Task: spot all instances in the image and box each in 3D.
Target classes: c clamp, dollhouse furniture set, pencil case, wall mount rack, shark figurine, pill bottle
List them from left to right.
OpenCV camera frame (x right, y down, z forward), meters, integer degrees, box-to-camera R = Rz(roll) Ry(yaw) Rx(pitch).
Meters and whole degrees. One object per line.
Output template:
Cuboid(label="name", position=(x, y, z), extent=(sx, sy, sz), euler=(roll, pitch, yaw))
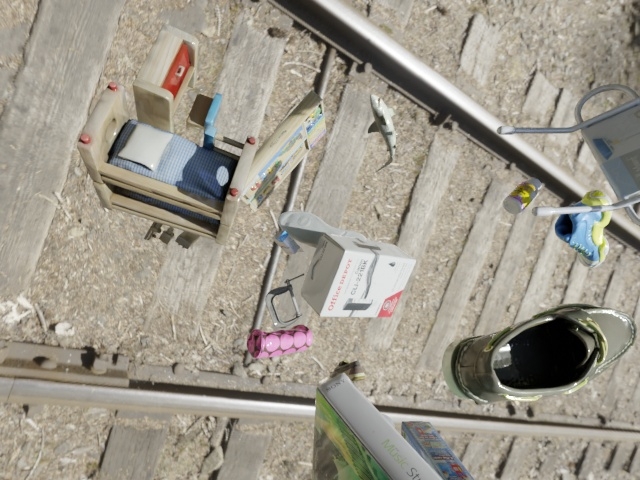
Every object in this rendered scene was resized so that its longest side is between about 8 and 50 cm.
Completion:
Cuboid(label="dollhouse furniture set", position=(-0.524, -0.005, 1.436), extent=(0.151, 0.144, 0.123), euler=(35, 106, -8))
Cuboid(label="dollhouse furniture set", position=(-0.123, -0.116, 0.404), extent=(0.129, 0.129, 0.184), euler=(19, 68, -13))
Cuboid(label="pencil case", position=(-0.129, 0.307, 1.268), extent=(0.209, 0.098, 0.095), euler=(9, 119, -47))
Cuboid(label="c clamp", position=(-0.100, 0.196, 1.281), extent=(0.137, 0.022, 0.161), euler=(-15, 109, -14))
Cuboid(label="shark figurine", position=(0.234, -0.409, 1.584), extent=(0.166, 0.116, 0.279), euler=(-20, 98, -57))
Cuboid(label="pill bottle", position=(0.418, -0.093, 0.846), extent=(0.083, 0.043, 0.043), euler=(-41, 117, -17))
Cuboid(label="wall mount rack", position=(0.532, -0.172, 0.774), extent=(0.130, 0.303, 0.351), euler=(33, 42, -48))

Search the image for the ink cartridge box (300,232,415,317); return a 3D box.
Cuboid(label="ink cartridge box", position=(0.106, 0.104, 1.147), extent=(0.272, 0.114, 0.197), euler=(9, 110, -35))

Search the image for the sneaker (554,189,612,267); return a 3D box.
Cuboid(label="sneaker", position=(0.647, -0.013, 1.036), extent=(0.126, 0.091, 0.240), euler=(-21, 124, 1))

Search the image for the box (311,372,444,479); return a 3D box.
Cuboid(label="box", position=(0.071, 0.382, 0.576), extent=(0.058, 0.232, 0.323), euler=(-15, 123, -31))

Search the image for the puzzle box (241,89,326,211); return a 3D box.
Cuboid(label="puzzle box", position=(-0.134, -0.285, 1.395), extent=(0.052, 0.272, 0.409), euler=(40, 87, 6))

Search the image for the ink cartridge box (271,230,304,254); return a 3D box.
Cuboid(label="ink cartridge box", position=(-0.089, 0.012, 1.131), extent=(0.083, 0.048, 0.028), euler=(47, 66, -21))

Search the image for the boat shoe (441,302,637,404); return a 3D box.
Cuboid(label="boat shoe", position=(0.313, 0.146, 0.541), extent=(0.304, 0.091, 0.109), euler=(-9, 77, -18))

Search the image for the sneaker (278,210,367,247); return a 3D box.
Cuboid(label="sneaker", position=(0.000, 0.000, 1.336), extent=(0.295, 0.147, 0.105), euler=(19, 68, 4))

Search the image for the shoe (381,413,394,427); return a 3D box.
Cuboid(label="shoe", position=(0.104, 0.477, 1.038), extent=(0.177, 0.063, 0.081), euler=(26, 108, -33))

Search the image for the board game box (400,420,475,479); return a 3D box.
Cuboid(label="board game box", position=(0.187, 0.418, 0.647), extent=(0.060, 0.194, 0.195), euler=(6, 84, -12))

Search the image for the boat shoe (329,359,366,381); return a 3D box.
Cuboid(label="boat shoe", position=(0.092, 0.458, 1.442), extent=(0.080, 0.223, 0.074), euler=(3, 71, -20))
